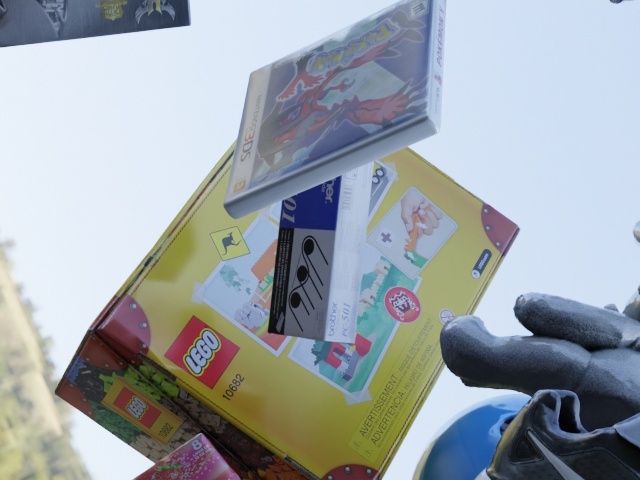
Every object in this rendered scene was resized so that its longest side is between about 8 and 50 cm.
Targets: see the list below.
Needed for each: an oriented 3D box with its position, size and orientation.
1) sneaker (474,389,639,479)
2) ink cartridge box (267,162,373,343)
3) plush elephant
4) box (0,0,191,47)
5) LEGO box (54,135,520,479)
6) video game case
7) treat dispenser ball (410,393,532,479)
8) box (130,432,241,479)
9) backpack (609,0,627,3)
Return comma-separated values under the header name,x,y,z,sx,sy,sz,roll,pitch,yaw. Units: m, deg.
name,x,y,z,sx,sy,sz,roll,pitch,yaw
sneaker,0.190,0.151,0.785,0.234,0.078,0.106,25,-85,38
ink cartridge box,0.000,0.000,1.474,0.097,0.046,0.207,3,-94,51
plush elephant,0.330,0.134,1.534,0.330,0.255,0.271,-15,-71,35
box,-0.267,-0.319,1.572,0.056,0.231,0.183,-113,-161,-58
LEGO box,-0.028,0.081,1.770,0.372,0.500,0.193,36,-36,-1
video game case,0.014,-0.119,1.192,0.023,0.201,0.183,49,32,-34
treat dispenser ball,0.253,0.338,1.780,0.288,0.288,0.288,47,-30,37
box,-0.170,0.320,1.325,0.122,0.257,0.128,44,-18,41
backpack,0.455,-0.500,2.027,0.276,0.213,0.263,124,-35,-65
